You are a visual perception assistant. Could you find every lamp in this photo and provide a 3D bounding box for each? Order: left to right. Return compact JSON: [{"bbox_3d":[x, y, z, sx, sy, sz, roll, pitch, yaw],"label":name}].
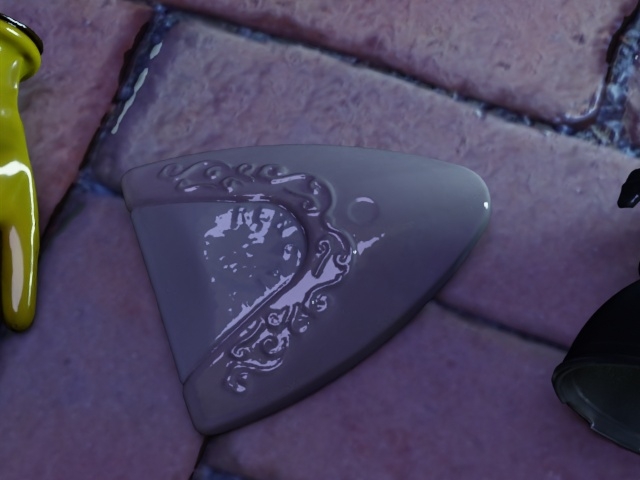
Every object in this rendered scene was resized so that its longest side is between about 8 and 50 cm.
[{"bbox_3d":[0.249,0.013,0.936,0.172,0.147,0.227,38,64,-29],"label":"lamp"}]

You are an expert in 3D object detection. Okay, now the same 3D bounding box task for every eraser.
[{"bbox_3d":[0.000,-0.001,1.006,0.243,0.059,0.204,-20,64,-4],"label":"eraser"}]

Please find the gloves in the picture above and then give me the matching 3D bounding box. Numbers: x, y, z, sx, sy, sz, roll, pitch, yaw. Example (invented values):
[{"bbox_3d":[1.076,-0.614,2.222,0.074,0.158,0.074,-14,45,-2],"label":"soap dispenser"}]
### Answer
[{"bbox_3d":[-0.272,-0.008,1.012,0.133,0.116,0.294,-5,69,30],"label":"gloves"}]
